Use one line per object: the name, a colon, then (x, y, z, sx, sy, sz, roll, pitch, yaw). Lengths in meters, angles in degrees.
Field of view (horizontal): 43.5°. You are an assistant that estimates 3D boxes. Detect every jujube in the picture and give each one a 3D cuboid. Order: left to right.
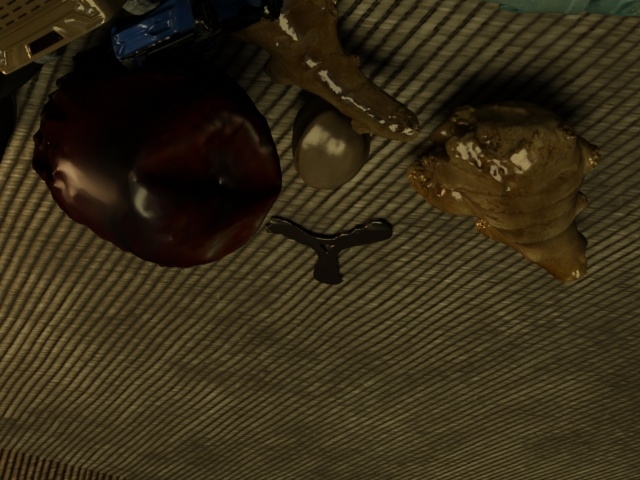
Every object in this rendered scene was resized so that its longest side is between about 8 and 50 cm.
jujube: (-0.195, -0.100, 0.912, 0.258, 0.376, 0.258, -7, 109, -22)

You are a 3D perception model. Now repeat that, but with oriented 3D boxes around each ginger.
ginger: (-0.022, -0.220, 0.895, 0.333, 0.081, 0.148, 38, 120, -19)
ginger: (0.245, -0.044, 1.070, 0.236, 0.166, 0.375, -12, 137, 8)

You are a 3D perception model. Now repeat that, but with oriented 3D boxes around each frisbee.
frisbee: (0.000, 0.000, 1.290, 0.187, 0.012, 0.211, 24, 141, -23)

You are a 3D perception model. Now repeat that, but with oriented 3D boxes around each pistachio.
pistachio: (0.011, -0.122, 1.030, 0.113, 0.113, 0.149, 7, 144, -3)

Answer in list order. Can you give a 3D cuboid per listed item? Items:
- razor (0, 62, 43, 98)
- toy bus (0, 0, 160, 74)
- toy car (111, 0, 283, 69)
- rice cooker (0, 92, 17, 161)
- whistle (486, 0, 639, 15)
razor: (-0.344, -0.301, 0.734, 0.113, 0.204, 0.349, 14, 146, 12)
toy bus: (-0.208, -0.280, 0.686, 0.139, 0.289, 0.157, -15, 128, 29)
toy car: (-0.116, -0.212, 0.745, 0.103, 0.216, 0.063, -15, 102, 29)
rice cooker: (-0.546, -0.105, 0.935, 0.335, 0.325, 0.335, 4, 145, 3)
whistle: (0.269, -0.263, 0.784, 0.274, 0.093, 0.186, -3, 171, -5)
